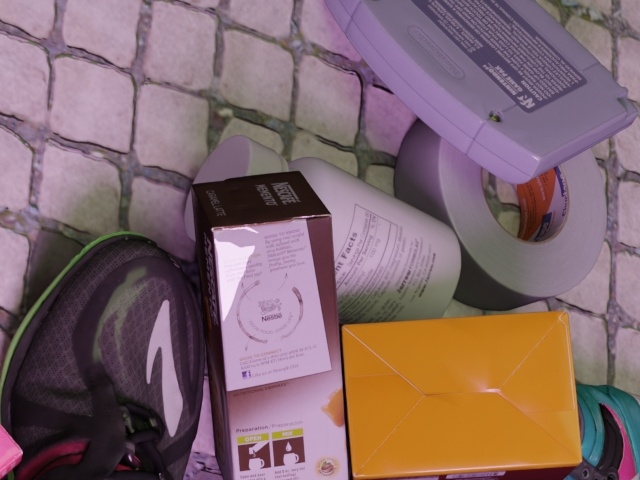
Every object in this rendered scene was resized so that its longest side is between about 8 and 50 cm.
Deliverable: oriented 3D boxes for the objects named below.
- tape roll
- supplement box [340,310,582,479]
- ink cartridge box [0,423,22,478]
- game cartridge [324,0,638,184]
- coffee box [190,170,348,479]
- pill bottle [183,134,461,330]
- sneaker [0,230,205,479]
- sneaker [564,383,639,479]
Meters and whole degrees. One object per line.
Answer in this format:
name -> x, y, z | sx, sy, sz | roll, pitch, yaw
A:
tape roll -> 0.179, -0.043, 1.927 | 0.219, 0.072, 0.219 | 12, 69, -35
supplement box -> 0.116, 0.149, 1.695 | 0.191, 0.194, 0.129 | -4, 76, -1
ink cartridge box -> -0.339, 0.154, 1.267 | 0.237, 0.100, 0.172 | -40, 89, -16
game cartridge -> 0.145, -0.183, 1.885 | 0.196, 0.060, 0.294 | -25, 64, -43
coffee box -> -0.042, 0.082, 1.604 | 0.098, 0.141, 0.246 | -7, 108, -10
pill bottle -> 0.000, 0.000, 1.738 | 0.229, 0.131, 0.131 | 27, 61, -28
sneaker -> -0.164, 0.217, 1.499 | 0.185, 0.202, 0.483 | 26, 62, -30
sneaker -> 0.241, 0.261, 1.843 | 0.178, 0.124, 0.295 | 23, 55, -36
